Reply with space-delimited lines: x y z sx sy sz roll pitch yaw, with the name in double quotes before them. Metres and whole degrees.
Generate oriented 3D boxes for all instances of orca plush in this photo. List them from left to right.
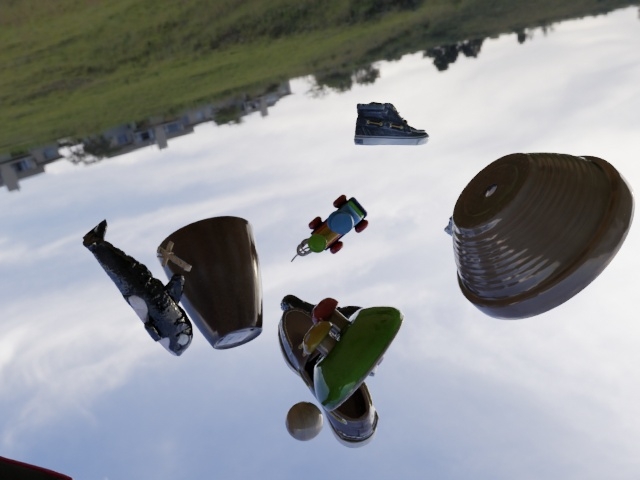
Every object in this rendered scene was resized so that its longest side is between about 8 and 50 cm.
"orca plush" -0.300 0.078 1.118 0.102 0.287 0.151 -34 -168 -8

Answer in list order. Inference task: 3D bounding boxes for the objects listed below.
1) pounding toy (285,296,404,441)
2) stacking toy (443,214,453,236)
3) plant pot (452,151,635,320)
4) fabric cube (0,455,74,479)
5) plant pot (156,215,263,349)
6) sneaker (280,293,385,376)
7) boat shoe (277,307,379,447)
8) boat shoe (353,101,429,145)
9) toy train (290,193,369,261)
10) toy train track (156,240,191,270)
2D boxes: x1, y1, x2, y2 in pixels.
"pounding toy" 0.009 0.165 0.912 0.237 0.110 0.183 -50 178 -9
"stacking toy" 0.425 -0.024 1.497 0.221 0.052 0.167 35 -135 17
"plant pot" 0.242 -0.030 0.756 0.237 0.110 0.237 -43 -160 20
"fabric cube" -0.438 0.476 0.832 0.254 0.258 0.259 2 -142 27
"plant pot" -0.209 0.103 1.297 0.215 0.215 0.230 -17 -114 -12
"sneaker" 0.038 0.188 1.435 0.124 0.283 0.107 -57 -164 -17
"boat shoe" 0.007 0.242 1.202 0.117 0.096 0.324 -21 -130 -16
"boat shoe" 0.146 -0.229 1.216 0.183 0.083 0.065 -7 -165 -35
"toy train" 0.000 0.000 1.531 0.248 0.105 0.143 -41 -179 18
"toy train track" -0.253 0.031 1.055 0.083 0.048 0.014 27 -168 29
